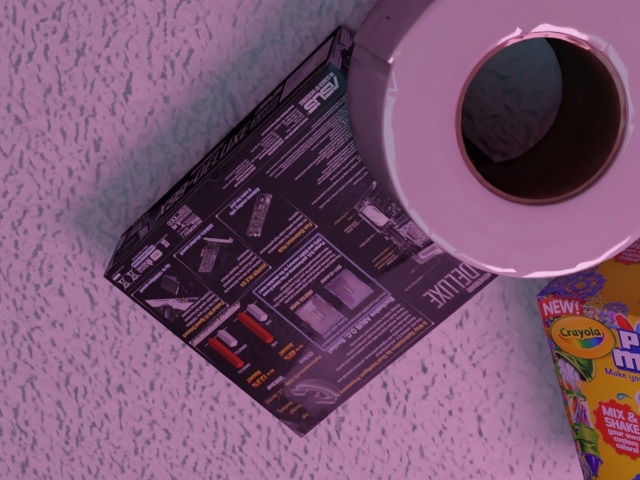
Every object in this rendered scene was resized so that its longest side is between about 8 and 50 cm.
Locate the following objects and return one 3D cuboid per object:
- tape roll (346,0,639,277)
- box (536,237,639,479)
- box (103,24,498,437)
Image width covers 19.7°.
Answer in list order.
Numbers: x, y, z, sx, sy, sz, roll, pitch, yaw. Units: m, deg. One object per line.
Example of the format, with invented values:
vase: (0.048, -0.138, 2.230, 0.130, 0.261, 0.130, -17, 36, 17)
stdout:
tape roll: (0.151, -0.106, 1.432, 0.246, 0.169, 0.246, -2, 102, -7)
box: (0.367, 0.138, 1.509, 0.290, 0.177, 0.279, 11, 128, 45)
box: (0.000, 0.000, 1.616, 0.242, 0.076, 0.307, 40, 118, -14)
